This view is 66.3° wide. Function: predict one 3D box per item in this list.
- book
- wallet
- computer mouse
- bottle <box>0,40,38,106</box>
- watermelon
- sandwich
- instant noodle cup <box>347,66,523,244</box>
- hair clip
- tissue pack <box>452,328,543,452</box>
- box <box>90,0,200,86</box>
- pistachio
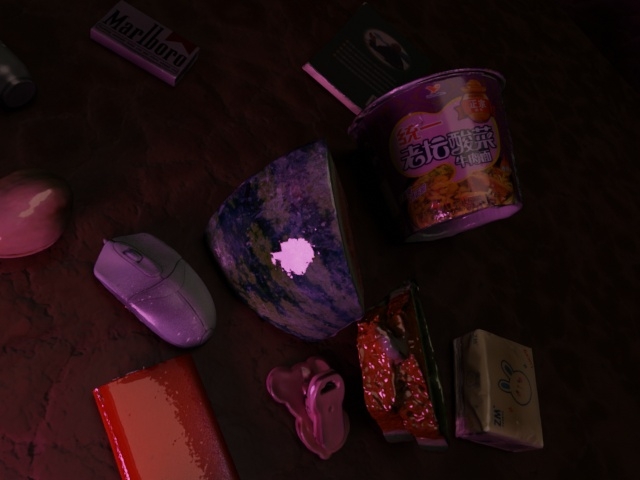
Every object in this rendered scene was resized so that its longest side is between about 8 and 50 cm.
[{"bbox_3d":[0.137,-0.457,1.284,0.260,0.043,0.371,39,53,-7],"label":"book"},{"bbox_3d":[-0.206,0.270,0.667,0.142,0.045,0.204,-16,72,-37],"label":"wallet"},{"bbox_3d":[-0.247,0.067,0.746,0.229,0.068,0.113,44,50,0],"label":"computer mouse"},{"bbox_3d":[-0.567,-0.320,0.787,0.253,0.079,0.096,43,13,1],"label":"bottle"},{"bbox_3d":[0.004,-0.005,0.818,0.292,0.250,0.283,-34,88,-34],"label":"watermelon"},{"bbox_3d":[0.126,0.207,0.805,0.212,0.109,0.292,6,68,-68],"label":"sandwich"},{"bbox_3d":[0.249,-0.150,1.016,0.339,0.340,0.266,-7,78,-32],"label":"instant noodle cup"},{"bbox_3d":[-0.011,0.265,0.791,0.123,0.102,0.138,-18,105,-34],"label":"hair clip"},{"bbox_3d":[0.335,0.286,0.932,0.148,0.092,0.196,21,56,-19],"label":"tissue pack"},{"bbox_3d":[-0.345,-0.392,0.975,0.177,0.036,0.115,30,53,-11],"label":"box"},{"bbox_3d":[-0.415,-0.036,0.685,0.113,0.113,0.149,47,52,2],"label":"pistachio"}]
